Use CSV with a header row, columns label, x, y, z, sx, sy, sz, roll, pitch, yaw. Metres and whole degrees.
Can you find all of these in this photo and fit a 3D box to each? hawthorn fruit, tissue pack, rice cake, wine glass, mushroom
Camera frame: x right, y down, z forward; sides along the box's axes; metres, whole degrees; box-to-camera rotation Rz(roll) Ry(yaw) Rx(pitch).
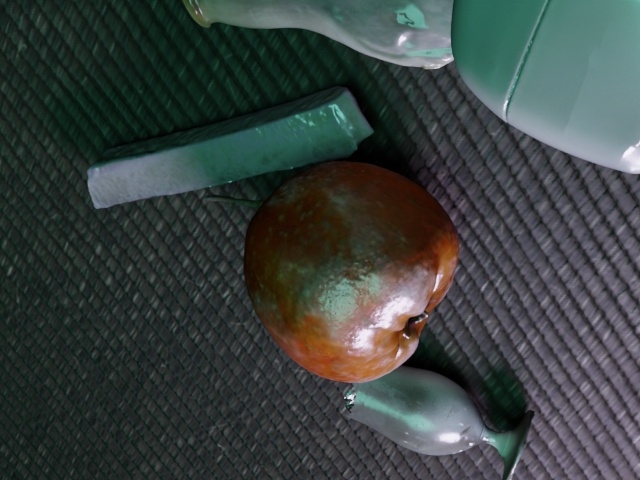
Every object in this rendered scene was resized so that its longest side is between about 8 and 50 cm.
label,x,y,z,sx,sy,sz,roll,pitch,yaw
hawthorn fruit,0.028,0.021,1.303,0.235,0.231,0.263,-38,107,22
tissue pack,0.256,-0.216,1.021,0.236,0.333,0.229,34,128,21
rice cake,-0.110,-0.102,1.382,0.365,0.056,0.073,-12,121,25
wine glass,0.140,0.213,1.460,0.222,0.103,0.103,21,124,7
mushroom,0.017,-0.247,1.231,0.351,0.097,0.109,13,121,16
